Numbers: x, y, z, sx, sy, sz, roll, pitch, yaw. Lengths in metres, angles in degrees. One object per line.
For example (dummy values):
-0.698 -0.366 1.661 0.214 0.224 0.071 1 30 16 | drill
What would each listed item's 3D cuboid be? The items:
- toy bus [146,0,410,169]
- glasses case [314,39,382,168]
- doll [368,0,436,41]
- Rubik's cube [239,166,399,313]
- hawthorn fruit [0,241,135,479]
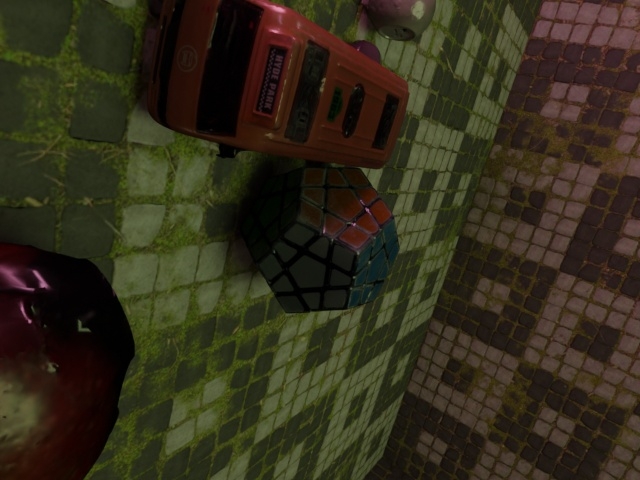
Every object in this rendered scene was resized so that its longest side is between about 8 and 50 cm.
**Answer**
-0.036 -0.226 0.693 0.426 0.232 0.203 -8 118 -57 | toy bus
0.061 -0.275 0.973 0.123 0.075 0.317 -5 114 -59 | glasses case
0.188 -0.579 0.917 0.150 0.150 0.288 -1 104 -58 | doll
0.000 0.000 0.873 0.319 0.263 0.319 -39 143 -38 | Rubik's cube
-0.333 0.140 0.425 0.316 0.315 0.316 -38 140 -40 | hawthorn fruit
